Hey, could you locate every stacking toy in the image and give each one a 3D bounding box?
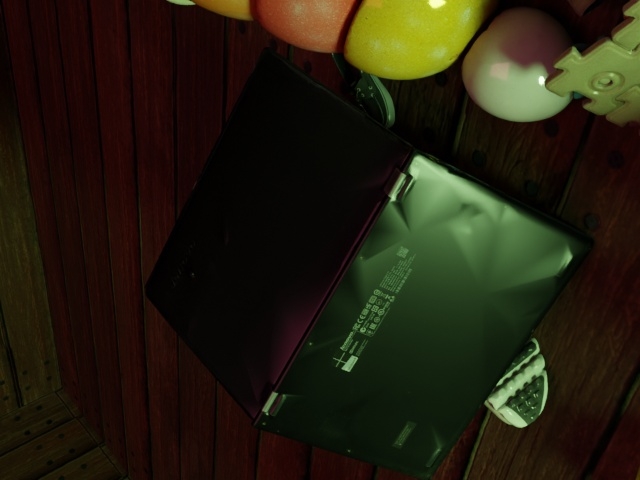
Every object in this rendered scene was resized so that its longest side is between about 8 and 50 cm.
[{"bbox_3d":[0.070,-0.288,0.805,0.480,0.350,0.351,41,140,7],"label":"stacking toy"}]

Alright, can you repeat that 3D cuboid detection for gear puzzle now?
[{"bbox_3d":[0.349,-0.196,0.593,0.339,0.175,0.044,-37,41,54],"label":"gear puzzle"}]

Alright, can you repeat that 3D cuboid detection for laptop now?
[{"bbox_3d":[0.037,0.037,0.941,0.382,0.407,0.236,-60,21,17],"label":"laptop"}]

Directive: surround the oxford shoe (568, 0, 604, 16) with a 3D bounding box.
[{"bbox_3d":[0.334,-0.276,0.595,0.348,0.123,0.130,3,120,61],"label":"oxford shoe"}]

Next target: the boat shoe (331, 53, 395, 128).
[{"bbox_3d":[0.056,-0.217,1.035,0.049,0.040,0.142,-29,86,54],"label":"boat shoe"}]

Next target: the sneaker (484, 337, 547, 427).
[{"bbox_3d":[0.198,0.121,1.014,0.292,0.110,0.118,58,158,15],"label":"sneaker"}]

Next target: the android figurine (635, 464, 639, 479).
[{"bbox_3d":[0.467,0.344,0.828,0.248,0.056,0.273,31,130,38],"label":"android figurine"}]
